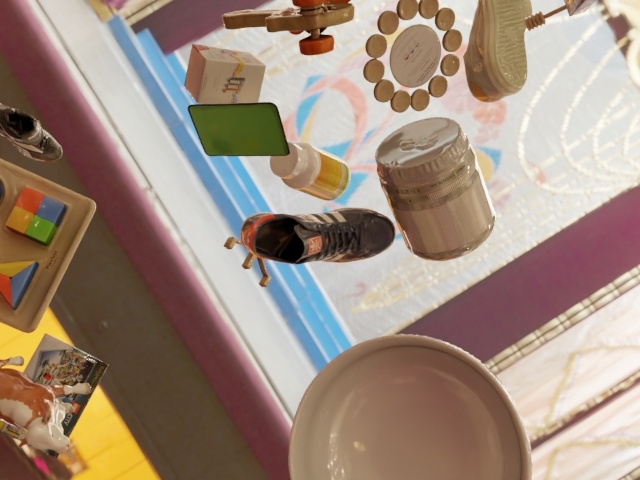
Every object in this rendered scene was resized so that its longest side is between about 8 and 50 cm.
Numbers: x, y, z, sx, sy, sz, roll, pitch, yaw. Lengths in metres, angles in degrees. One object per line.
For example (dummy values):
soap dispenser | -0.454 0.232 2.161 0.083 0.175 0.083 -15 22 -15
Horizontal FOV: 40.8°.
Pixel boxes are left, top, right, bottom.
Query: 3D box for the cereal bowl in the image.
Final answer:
cereal bowl | 0.132 0.306 1.222 0.339 0.339 0.141 58 9 18

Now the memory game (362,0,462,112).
memory game | 0.145 -0.287 1.332 0.012 0.186 0.186 34 -21 53

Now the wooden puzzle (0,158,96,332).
wooden puzzle | -0.705 -0.012 1.842 0.347 0.322 0.080 24 -12 -1

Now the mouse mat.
mouse mat | -0.165 -0.224 1.754 0.153 0.189 0.007 75 21 -51

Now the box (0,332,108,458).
box | -0.603 0.347 1.929 0.159 0.233 0.044 29 -13 -8

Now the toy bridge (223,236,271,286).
toy bridge | -0.191 0.051 2.363 0.026 0.063 0.188 -3 -41 42

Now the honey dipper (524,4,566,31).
honey dipper | 0.490 -0.469 1.734 0.030 0.160 0.031 35 44 -43

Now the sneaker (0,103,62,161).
sneaker | -0.719 -0.260 2.126 0.106 0.078 0.234 12 -19 40

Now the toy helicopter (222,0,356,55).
toy helicopter | -0.074 -0.535 2.037 0.354 0.235 0.140 7 -60 32

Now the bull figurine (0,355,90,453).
bull figurine | -0.569 0.306 1.653 0.310 0.101 0.188 21 8 24

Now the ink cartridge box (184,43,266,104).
ink cartridge box | -0.256 -0.439 2.310 0.128 0.176 0.127 50 -49 51

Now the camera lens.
camera lens | 0.259 -0.108 1.927 0.274 0.219 0.219 64 -5 -32

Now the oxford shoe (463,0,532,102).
oxford shoe | 0.426 -0.513 2.105 0.169 0.130 0.450 29 53 -25

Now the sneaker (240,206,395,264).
sneaker | 0.000 0.000 1.893 0.148 0.349 0.131 -119 -154 -78

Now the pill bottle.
pill bottle | -0.033 -0.203 2.467 0.245 0.136 0.136 17 34 -54

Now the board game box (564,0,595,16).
board game box | 0.486 -0.515 1.574 0.201 0.035 0.136 125 -51 -80
